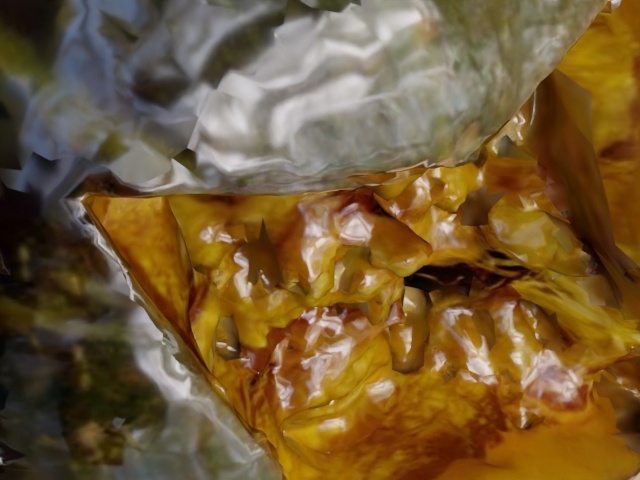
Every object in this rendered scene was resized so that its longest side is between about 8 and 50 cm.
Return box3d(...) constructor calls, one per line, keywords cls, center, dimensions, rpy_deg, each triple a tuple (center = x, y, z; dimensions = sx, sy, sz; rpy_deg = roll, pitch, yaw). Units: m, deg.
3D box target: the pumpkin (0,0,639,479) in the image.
box3d(cls="pumpkin", center=(0.000, 0.000, 0.497), dimensions=(0.192, 0.321, 0.320), rpy_deg=(36, 132, 51))
